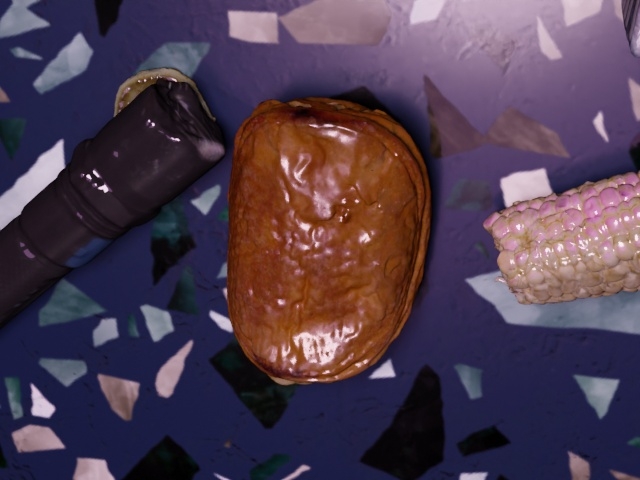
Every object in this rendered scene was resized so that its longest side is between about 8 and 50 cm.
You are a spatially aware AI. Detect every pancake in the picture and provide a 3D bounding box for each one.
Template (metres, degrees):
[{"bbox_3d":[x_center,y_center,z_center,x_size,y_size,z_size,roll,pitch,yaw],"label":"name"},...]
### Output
[{"bbox_3d":[-0.154,-0.115,1.329,0.108,0.017,0.108,2,106,8],"label":"pancake"}]

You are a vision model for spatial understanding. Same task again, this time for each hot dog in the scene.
[{"bbox_3d":[0.000,0.000,1.276,0.196,0.122,0.272,7,111,12],"label":"hot dog"}]

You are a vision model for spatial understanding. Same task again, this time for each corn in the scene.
[{"bbox_3d":[0.310,-0.016,1.205,0.335,0.126,0.126,-9,104,16],"label":"corn"}]

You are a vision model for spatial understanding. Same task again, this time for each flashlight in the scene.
[{"bbox_3d":[-0.267,0.002,1.339,0.424,0.103,0.103,-37,95,24],"label":"flashlight"}]

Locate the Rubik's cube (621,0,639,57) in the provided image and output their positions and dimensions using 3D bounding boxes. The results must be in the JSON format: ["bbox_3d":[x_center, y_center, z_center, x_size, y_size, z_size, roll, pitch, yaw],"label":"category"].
[{"bbox_3d":[0.372,-0.248,1.065,0.237,0.237,0.238,13,107,7],"label":"Rubik's cube"}]
